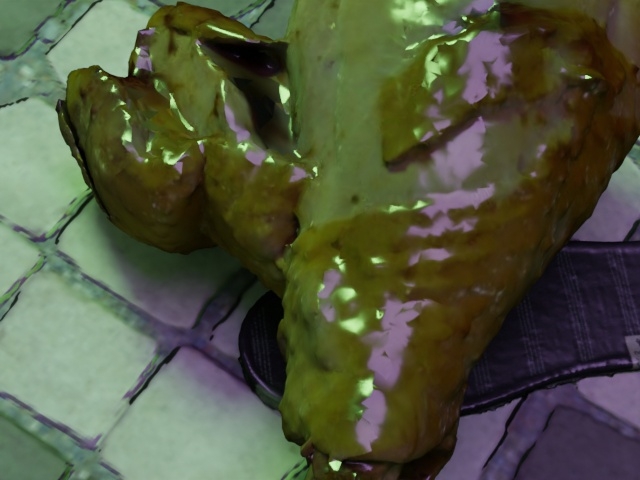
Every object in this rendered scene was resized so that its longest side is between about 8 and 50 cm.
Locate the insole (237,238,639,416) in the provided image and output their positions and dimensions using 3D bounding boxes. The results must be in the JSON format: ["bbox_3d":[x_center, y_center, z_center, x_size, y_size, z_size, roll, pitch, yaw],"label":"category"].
[{"bbox_3d":[0.109,0.039,0.882,0.309,0.012,0.110,-3,57,-11],"label":"insole"}]

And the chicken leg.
[{"bbox_3d":[0.000,0.000,0.811,0.295,0.182,0.409,8,65,11],"label":"chicken leg"}]
